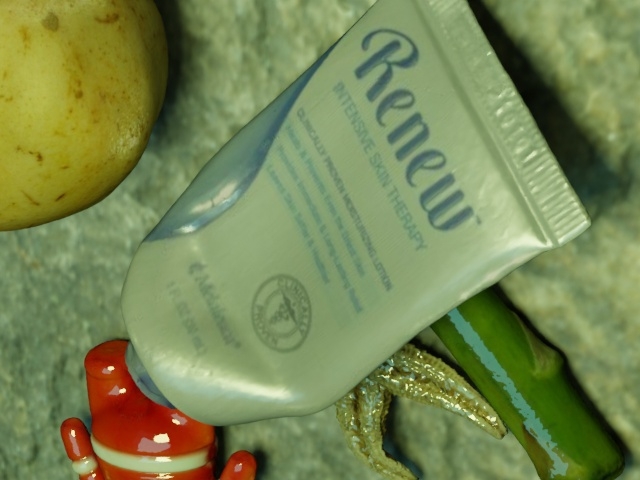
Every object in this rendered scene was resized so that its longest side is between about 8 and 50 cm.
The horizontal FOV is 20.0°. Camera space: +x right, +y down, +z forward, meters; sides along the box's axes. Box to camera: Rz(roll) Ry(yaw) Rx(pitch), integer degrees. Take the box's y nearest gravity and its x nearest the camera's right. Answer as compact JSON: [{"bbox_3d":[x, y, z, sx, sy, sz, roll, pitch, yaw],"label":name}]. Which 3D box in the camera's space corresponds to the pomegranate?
[{"bbox_3d":[-0.239,-0.134,1.352,0.264,0.264,0.264,15,125,23],"label":"pomegranate"}]

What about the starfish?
[{"bbox_3d":[0.028,0.118,1.479,0.247,0.050,0.138,37,130,14],"label":"starfish"}]

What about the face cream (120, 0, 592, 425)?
[{"bbox_3d":[0.000,0.000,1.358,0.420,0.137,0.235,-39,67,34],"label":"face cream"}]

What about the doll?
[{"bbox_3d":[-0.136,0.252,1.637,0.199,0.105,0.336,6,114,26],"label":"doll"}]

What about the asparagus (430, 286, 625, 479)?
[{"bbox_3d":[0.133,0.084,1.386,0.067,0.060,0.278,-37,96,29],"label":"asparagus"}]
